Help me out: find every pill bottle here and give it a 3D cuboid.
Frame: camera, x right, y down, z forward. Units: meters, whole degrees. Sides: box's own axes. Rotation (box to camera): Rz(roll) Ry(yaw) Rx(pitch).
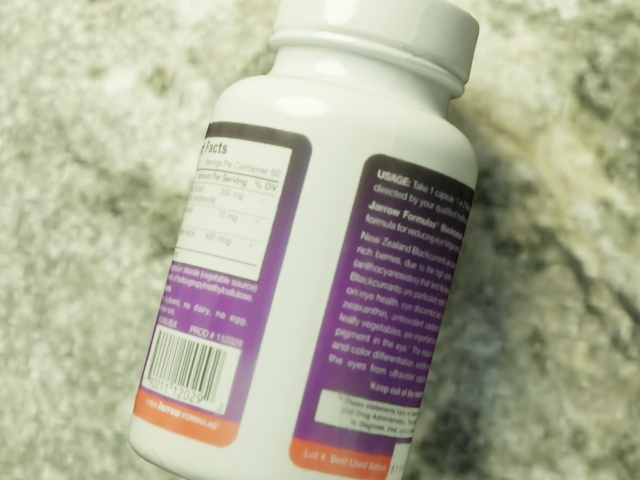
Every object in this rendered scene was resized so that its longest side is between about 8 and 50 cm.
[{"bbox_3d":[0.000,0.000,0.519,0.108,0.108,0.194,14,87,13],"label":"pill bottle"}]
